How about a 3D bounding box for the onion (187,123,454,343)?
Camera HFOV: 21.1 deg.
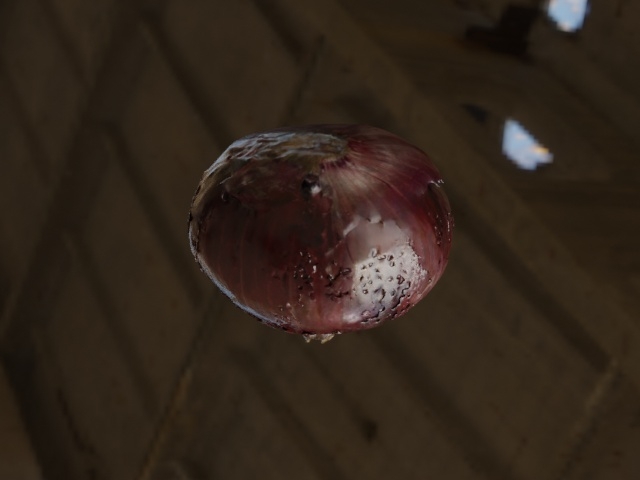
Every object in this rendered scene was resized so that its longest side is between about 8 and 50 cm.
[{"bbox_3d":[0.000,0.000,1.610,0.252,0.252,0.219,52,-34,44],"label":"onion"}]
